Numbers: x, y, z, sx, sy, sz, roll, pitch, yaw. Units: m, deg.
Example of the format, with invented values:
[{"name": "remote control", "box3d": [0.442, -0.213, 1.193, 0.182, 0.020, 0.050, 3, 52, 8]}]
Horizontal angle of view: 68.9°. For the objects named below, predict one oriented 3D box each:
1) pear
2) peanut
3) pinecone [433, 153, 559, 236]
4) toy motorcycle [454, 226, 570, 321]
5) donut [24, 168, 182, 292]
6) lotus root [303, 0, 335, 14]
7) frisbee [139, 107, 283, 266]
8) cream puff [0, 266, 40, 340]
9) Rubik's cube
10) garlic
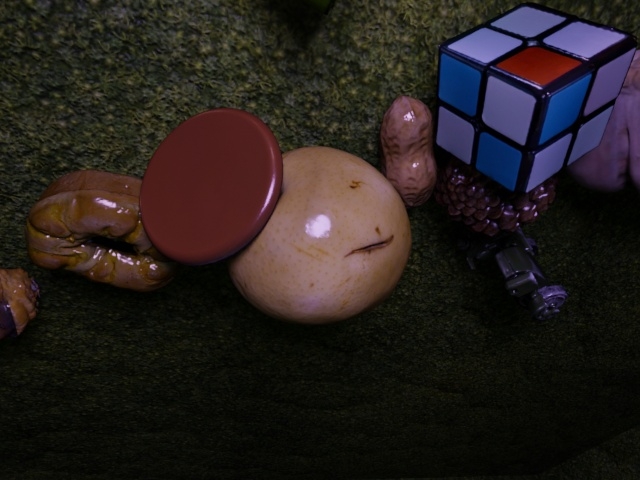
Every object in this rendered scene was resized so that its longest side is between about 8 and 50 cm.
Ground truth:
[{"name": "pear", "box3d": [0.000, 0.000, 0.780, 0.310, 0.309, 0.309, -5, 138, -5]}, {"name": "peanut", "box3d": [0.151, -0.141, 0.790, 0.095, 0.108, 0.225, -18, 136, -4]}, {"name": "pinecone", "box3d": [0.309, -0.104, 0.815, 0.205, 0.184, 0.179, -14, 135, -43]}, {"name": "toy motorcycle", "box3d": [0.406, 0.058, 0.988, 0.275, 0.205, 0.127, 25, 129, -40]}, {"name": "donut", "box3d": [-0.355, -0.018, 0.811, 0.262, 0.128, 0.208, 21, 129, -30]}, {"name": "lotus root", "box3d": [-0.022, -0.365, 0.487, 0.186, 0.186, 0.186, -5, 138, -5]}, {"name": "frisbee", "box3d": [-0.170, -0.085, 0.691, 0.251, 0.250, 0.021, -24, 157, 15]}, {"name": "cream puff", "box3d": [-0.642, 0.110, 0.898, 0.189, 0.129, 0.189, 1, 134, 1]}, {"name": "Rubik's cube", "box3d": [0.285, -0.202, 0.655, 0.180, 0.183, 0.167, -29, 140, -15]}, {"name": "garlic", "box3d": [0.572, -0.179, 0.810, 0.340, 0.232, 0.245, -5, 95, -28]}]
